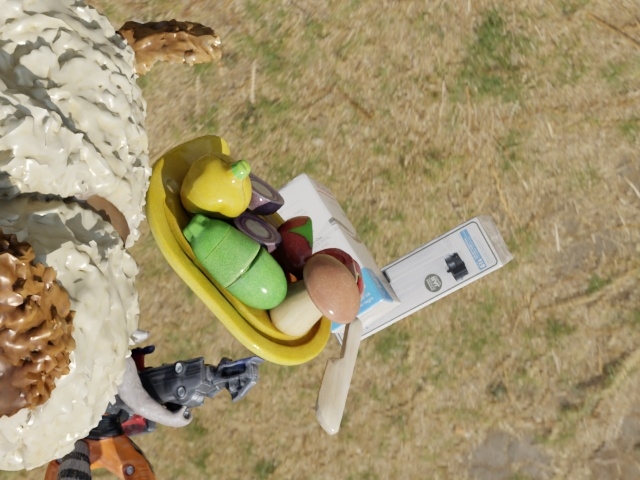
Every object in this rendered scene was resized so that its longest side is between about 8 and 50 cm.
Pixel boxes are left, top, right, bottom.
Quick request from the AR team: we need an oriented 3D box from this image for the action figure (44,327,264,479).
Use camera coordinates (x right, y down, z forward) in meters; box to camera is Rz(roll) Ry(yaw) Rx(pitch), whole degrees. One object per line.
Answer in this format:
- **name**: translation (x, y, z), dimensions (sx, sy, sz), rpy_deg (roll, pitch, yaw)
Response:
- **action figure**: translation (-0.247, 0.221, 1.245), dimensions (0.341, 0.330, 0.178), rpy_deg (-22, 145, 18)

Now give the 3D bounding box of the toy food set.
- **toy food set**: translation (-0.021, 0.011, 0.686), dimensions (0.071, 0.128, 0.218), rpy_deg (-32, 106, 32)

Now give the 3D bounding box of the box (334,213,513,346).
- **box**: translation (0.156, 0.064, 1.598), dimensions (0.290, 0.169, 0.087), rpy_deg (-30, 84, 17)

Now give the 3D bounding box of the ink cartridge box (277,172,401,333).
- **ink cartridge box**: translation (0.000, 0.000, 0.964), dimensions (0.060, 0.104, 0.180), rpy_deg (-34, 78, 9)

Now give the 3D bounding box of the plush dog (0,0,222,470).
- **plush dog**: translation (-0.145, -0.004, 0.470), dimensions (0.211, 0.262, 0.225), rpy_deg (-3, 70, -13)
